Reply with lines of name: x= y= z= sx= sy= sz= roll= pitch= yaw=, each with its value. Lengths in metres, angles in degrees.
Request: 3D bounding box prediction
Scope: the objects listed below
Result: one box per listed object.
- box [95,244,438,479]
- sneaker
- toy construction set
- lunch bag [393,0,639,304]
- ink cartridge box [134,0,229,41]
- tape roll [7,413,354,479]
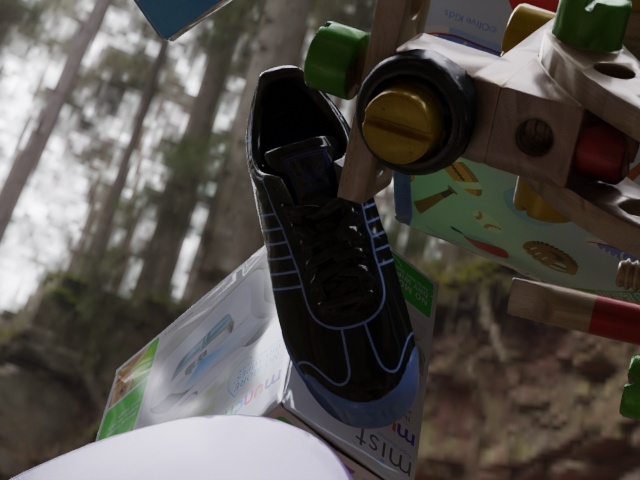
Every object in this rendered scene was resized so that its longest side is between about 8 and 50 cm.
box: x=-0.049 y=0.140 z=1.331 sx=0.127 sy=0.231 sz=0.262 roll=38 pitch=-55 yaw=-19
sneaker: x=0.000 y=0.000 z=1.117 sx=0.081 sy=0.232 sz=0.090 roll=-18 pitch=-30 yaw=-2
toy construction set: x=0.122 y=-0.048 z=0.940 sx=0.237 sy=0.257 sz=0.309 roll=12 pitch=-42 yaw=13
lunch bag: x=0.233 y=-0.113 z=1.417 sx=0.328 sy=0.239 sz=0.385 roll=21 pitch=-18 yaw=15
ink cartridge box: x=-0.095 y=-0.200 z=1.077 sx=0.090 sy=0.092 sz=0.143 roll=-34 pitch=-84 yaw=3
tape roll: x=-0.055 y=0.120 z=0.316 sx=0.189 sy=0.189 sz=0.080 roll=-22 pitch=-70 yaw=32
